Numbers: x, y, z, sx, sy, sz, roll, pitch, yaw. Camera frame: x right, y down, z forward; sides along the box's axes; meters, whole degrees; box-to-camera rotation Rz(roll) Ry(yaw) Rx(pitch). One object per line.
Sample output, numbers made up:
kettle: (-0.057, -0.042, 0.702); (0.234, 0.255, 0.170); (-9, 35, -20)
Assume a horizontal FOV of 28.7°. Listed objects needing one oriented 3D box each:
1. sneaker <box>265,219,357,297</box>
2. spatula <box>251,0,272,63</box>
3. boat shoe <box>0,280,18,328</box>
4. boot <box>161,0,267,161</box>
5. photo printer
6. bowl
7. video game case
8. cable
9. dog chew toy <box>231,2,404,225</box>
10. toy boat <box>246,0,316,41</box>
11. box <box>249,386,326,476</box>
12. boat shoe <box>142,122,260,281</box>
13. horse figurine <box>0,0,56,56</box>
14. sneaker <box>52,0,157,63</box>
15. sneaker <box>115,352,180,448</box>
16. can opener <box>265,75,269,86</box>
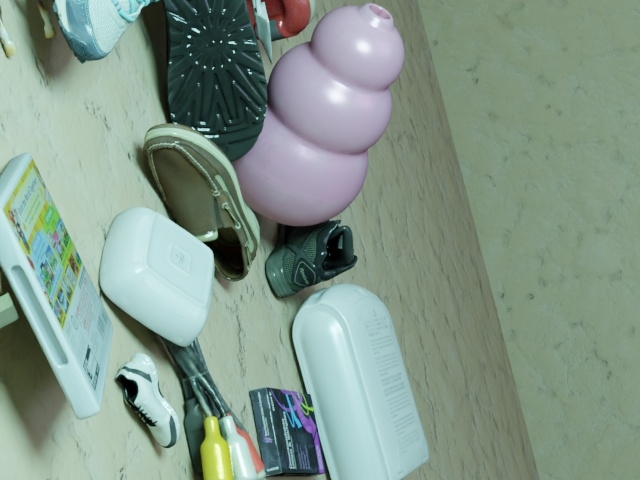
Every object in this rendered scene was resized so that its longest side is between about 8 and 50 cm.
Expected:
sneaker: (0.000, 0.000, 1.891); (0.227, 0.130, 0.087); (-73, 144, -63)
spatula: (-0.095, -0.386, 1.757); (0.168, 0.019, 0.242); (-101, -176, -48)
boat shoe: (-0.333, 0.051, 0.927); (0.307, 0.111, 0.104); (-45, 114, -81)
boot: (-0.154, -0.301, 1.707); (0.260, 0.131, 0.348); (-111, -164, -67)
photo printer: (0.059, 0.216, 1.903); (0.256, 0.107, 0.307); (-2, 76, -72)
bowl: (-0.174, 0.033, 1.406); (0.142, 0.053, 0.142); (37, 36, -28)
video game case: (-0.252, 0.035, 1.177); (0.227, 0.026, 0.206); (-110, 178, -73)
cable: (-0.123, 0.176, 1.458); (0.139, 0.072, 0.287); (3, 71, -66)
dog chew toy: (0.003, -0.180, 1.736); (0.207, 0.332, 0.206); (22, 32, -15)
toy boat: (-0.118, -0.406, 1.931); (0.151, 0.151, 0.231); (-37, 112, -40)
box: (-0.043, 0.261, 1.694); (0.162, 0.029, 0.116); (22, 53, -66)
boat shoe: (-0.143, -0.039, 1.566); (0.257, 0.095, 0.095); (53, 33, -47)
horse figurine: (-0.314, -0.313, 1.349); (0.263, 0.066, 0.174); (-65, 141, -61)
sneaker: (-0.207, -0.310, 1.376); (0.110, 0.122, 0.283); (68, 27, -48)
sneaker: (-0.188, 0.177, 1.342); (0.044, 0.040, 0.109); (-38, 108, -53)
can opener: (-0.088, -0.207, 1.896); (0.283, 0.076, 0.095); (56, 26, -45)
